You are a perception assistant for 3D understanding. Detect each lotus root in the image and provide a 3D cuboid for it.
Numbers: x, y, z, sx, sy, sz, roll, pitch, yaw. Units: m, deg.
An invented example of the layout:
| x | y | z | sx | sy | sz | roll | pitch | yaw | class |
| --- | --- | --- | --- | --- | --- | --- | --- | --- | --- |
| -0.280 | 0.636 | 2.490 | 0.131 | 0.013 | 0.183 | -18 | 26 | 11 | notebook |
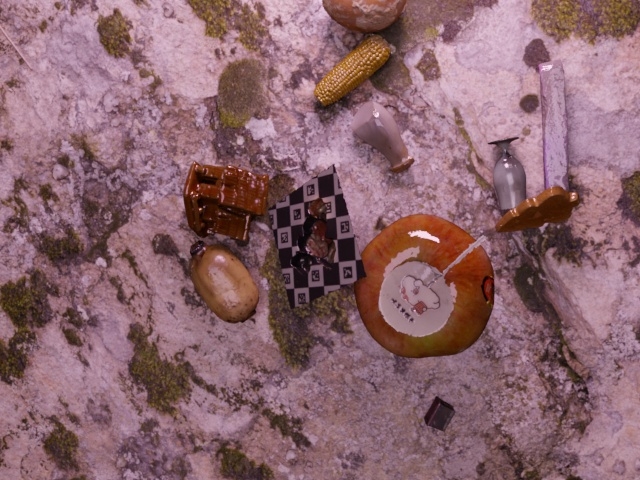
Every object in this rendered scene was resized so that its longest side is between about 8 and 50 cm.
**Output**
| x | y | z | sx | sy | sz | roll | pitch | yaw | class |
| --- | --- | --- | --- | --- | --- | --- | --- | --- | --- |
| -0.300 | 0.122 | 1.824 | 0.160 | 0.146 | 0.284 | -38 | 96 | -11 | lotus root |

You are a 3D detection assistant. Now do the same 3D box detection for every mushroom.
| x | y | z | sx | sy | sz | roll | pitch | yaw | class |
| --- | --- | --- | --- | --- | --- | --- | --- | --- | --- |
| 0.193 | -0.306 | 1.761 | 0.225 | 0.093 | 0.116 | 43 | 120 | -6 | mushroom |

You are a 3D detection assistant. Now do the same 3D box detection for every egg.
| x | y | z | sx | sy | sz | roll | pitch | yaw | class |
| --- | --- | --- | --- | --- | --- | --- | --- | --- | --- |
| 0.125 | -0.687 | 1.681 | 0.246 | 0.203 | 0.203 | 2 | 94 | 12 | egg |

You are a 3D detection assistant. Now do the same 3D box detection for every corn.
| x | y | z | sx | sy | sz | roll | pitch | yaw | class |
| --- | --- | --- | --- | --- | --- | --- | --- | --- | --- |
| 0.093 | -0.498 | 1.755 | 0.260 | 0.091 | 0.091 | -37 | 71 | 12 | corn |

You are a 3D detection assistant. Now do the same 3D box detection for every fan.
| x | y | z | sx | sy | sz | roll | pitch | yaw | class |
| --- | --- | --- | --- | --- | --- | --- | --- | --- | --- |
| 0.287 | 0.100 | 1.488 | 0.329 | 0.009 | 0.190 | -46 | 71 | 12 | fan |

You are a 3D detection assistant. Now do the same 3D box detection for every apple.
| x | y | z | sx | sy | sz | roll | pitch | yaw | class |
| --- | --- | --- | --- | --- | --- | --- | --- | --- | --- |
| 0.291 | 0.134 | 1.667 | 0.401 | 0.334 | 0.399 | -4 | 79 | 19 | apple |

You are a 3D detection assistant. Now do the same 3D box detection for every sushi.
| x | y | z | sx | sy | sz | roll | pitch | yaw | class |
| --- | --- | --- | --- | --- | --- | --- | --- | --- | --- |
| 0.000 | 0.000 | 1.734 | 0.320 | 0.069 | 0.339 | -30 | 67 | 41 | sushi |

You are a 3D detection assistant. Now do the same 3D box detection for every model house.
| x | y | z | sx | sy | sz | roll | pitch | yaw | class |
| --- | --- | --- | --- | --- | --- | --- | --- | --- | --- |
| -0.269 | -0.107 | 1.768 | 0.230 | 0.220 | 0.199 | 7 | 80 | 19 | model house |

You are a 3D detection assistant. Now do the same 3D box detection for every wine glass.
| x | y | z | sx | sy | sz | roll | pitch | yaw | class |
| --- | --- | --- | --- | --- | --- | --- | --- | --- | --- |
| 0.541 | -0.189 | 1.717 | 0.093 | 0.093 | 0.202 | -11 | 92 | 8 | wine glass |

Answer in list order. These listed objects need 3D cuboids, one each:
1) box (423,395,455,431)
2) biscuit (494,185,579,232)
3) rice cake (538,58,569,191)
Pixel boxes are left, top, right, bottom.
| x | y | z | sx | sy | sz | roll | pitch | yaw | class |
| --- | --- | --- | --- | --- | --- | --- | --- | --- | --- |
| 0.362 | 0.528 | 1.810 | 0.063 | 0.060 | 0.084 | 27 | 96 | -3 | box |
| 0.606 | -0.081 | 1.683 | 0.239 | 0.212 | 0.041 | -21 | 64 | 21 | biscuit |
| 0.667 | -0.311 | 1.707 | 0.070 | 0.064 | 0.398 | -3 | 94 | 17 | rice cake |
